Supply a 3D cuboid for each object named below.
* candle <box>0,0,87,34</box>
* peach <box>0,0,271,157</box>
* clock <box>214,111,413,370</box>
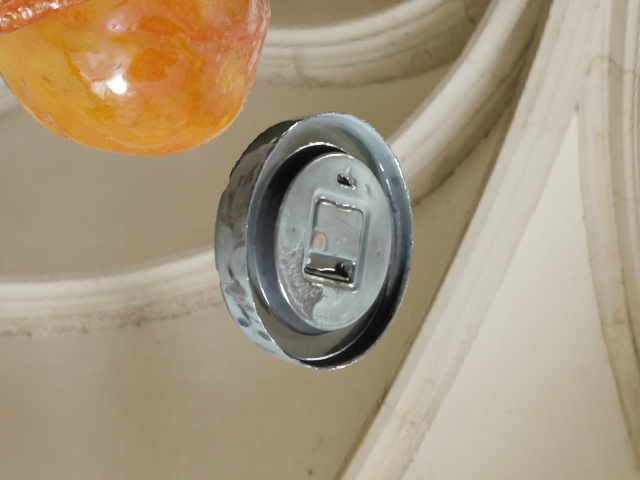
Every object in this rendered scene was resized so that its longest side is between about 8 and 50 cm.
[{"bbox_3d":[-0.142,-0.146,0.521,0.162,0.048,0.053,-28,-143,-16],"label":"candle"},{"bbox_3d":[-0.210,-0.268,1.150,0.301,0.343,0.343,10,-126,-3],"label":"peach"},{"bbox_3d":[0.000,0.000,0.823,0.041,0.215,0.215,4,-131,42],"label":"clock"}]
